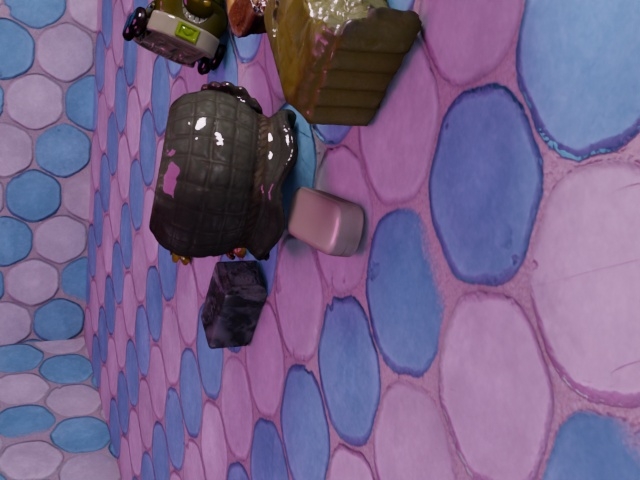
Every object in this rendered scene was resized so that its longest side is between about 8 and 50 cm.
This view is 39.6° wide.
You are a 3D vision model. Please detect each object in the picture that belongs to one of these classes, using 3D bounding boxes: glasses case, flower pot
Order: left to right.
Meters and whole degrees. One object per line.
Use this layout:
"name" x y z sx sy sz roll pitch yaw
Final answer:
"flower pot" -0.163 -0.112 1.487 0.302 0.213 0.302 -170 90 -80
"glasses case" 0.004 -0.030 1.340 0.196 0.050 0.083 -149 68 -64

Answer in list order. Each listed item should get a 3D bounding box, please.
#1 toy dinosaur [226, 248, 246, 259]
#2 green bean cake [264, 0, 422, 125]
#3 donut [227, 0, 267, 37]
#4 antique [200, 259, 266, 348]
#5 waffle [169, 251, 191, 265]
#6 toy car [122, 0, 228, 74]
"toy dinosaur" -0.257 -0.104 1.909 0.208 0.097 0.432 -51 48 38
"green bean cake" 0.020 -0.300 1.196 0.233 0.124 0.236 121 141 -52
"donut" -0.107 -0.438 1.537 0.141 0.085 0.217 129 135 -58
"antique" -0.169 0.121 1.729 0.183 0.086 0.088 111 147 -43
"waffle" -0.325 -0.085 2.109 0.293 0.069 0.260 142 121 -61
"toy car" -0.284 -0.479 1.866 0.198 0.204 0.248 -69 21 -3
